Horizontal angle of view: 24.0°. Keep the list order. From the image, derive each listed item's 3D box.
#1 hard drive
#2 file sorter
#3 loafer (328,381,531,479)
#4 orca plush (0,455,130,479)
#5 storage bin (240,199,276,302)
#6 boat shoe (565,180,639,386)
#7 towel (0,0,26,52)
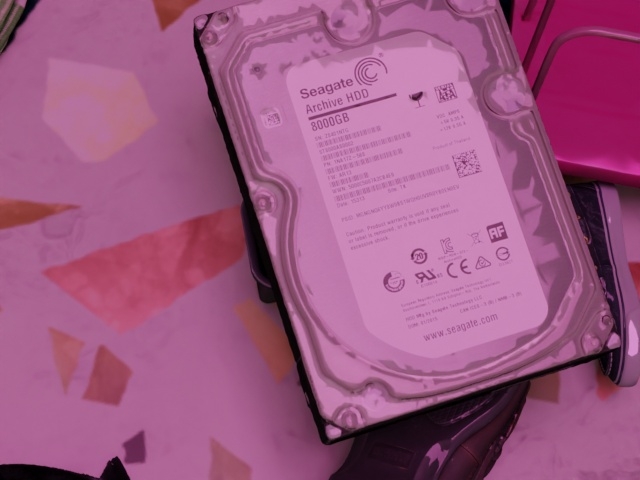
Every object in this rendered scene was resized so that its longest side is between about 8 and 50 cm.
[{"bbox_3d":[0.061,-0.041,1.147,0.237,0.064,0.339,-16,79,-8],"label":"hard drive"},{"bbox_3d":[0.276,-0.214,1.259,0.202,0.182,0.291,11,58,-2],"label":"file sorter"},{"bbox_3d":[0.083,0.169,1.186,0.109,0.095,0.302,19,60,32],"label":"loafer"},{"bbox_3d":[-0.269,0.225,1.093,0.287,0.102,0.151,-3,71,-9],"label":"orca plush"},{"bbox_3d":[0.000,0.000,1.220,0.135,0.091,0.098,-8,72,-12],"label":"storage bin"},{"bbox_3d":[0.213,0.037,1.256,0.083,0.065,0.183,-3,65,-6],"label":"boat shoe"},{"bbox_3d":[-0.347,-0.282,1.302,0.248,0.038,0.325,21,69,1],"label":"towel"}]
